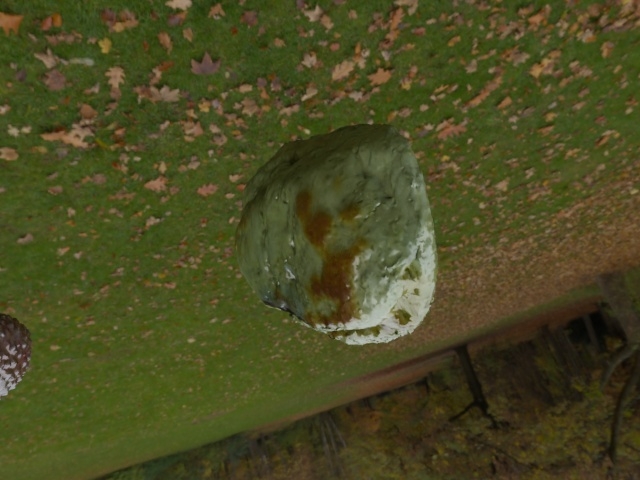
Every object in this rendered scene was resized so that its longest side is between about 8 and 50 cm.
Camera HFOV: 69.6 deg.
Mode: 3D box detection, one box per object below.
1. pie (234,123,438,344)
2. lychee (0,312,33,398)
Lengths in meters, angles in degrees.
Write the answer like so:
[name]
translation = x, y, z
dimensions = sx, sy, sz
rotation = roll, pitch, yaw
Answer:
[pie]
translation = 0.000, 0.000, 0.421
dimensions = 0.090, 0.201, 0.248
rotation = -8, -175, -40
[lychee]
translation = -0.578, 0.181, 0.774
dimensions = 0.165, 0.197, 0.165
rotation = -6, 167, -1
